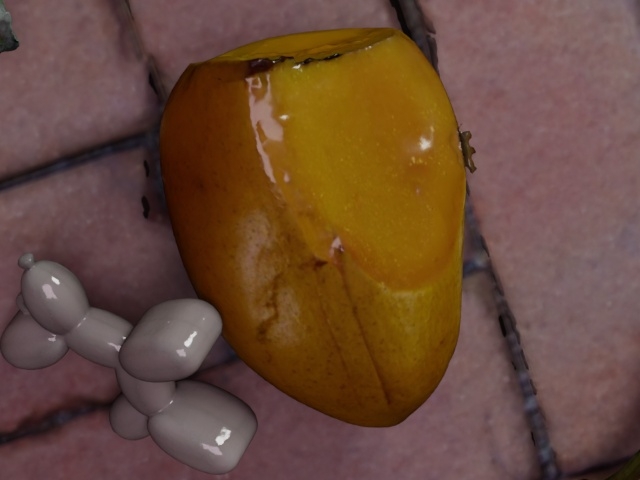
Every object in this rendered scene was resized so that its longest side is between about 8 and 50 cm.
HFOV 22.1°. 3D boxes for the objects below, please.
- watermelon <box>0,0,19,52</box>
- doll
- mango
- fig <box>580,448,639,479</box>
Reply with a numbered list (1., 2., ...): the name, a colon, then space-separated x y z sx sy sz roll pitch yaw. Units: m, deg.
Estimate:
1. watermelon: -0.276 -0.157 0.971 0.187 0.139 0.071 -1 75 -6
2. doll: -0.128 0.073 1.031 0.160 0.059 0.161 8 137 27
3. mango: 0.000 0.000 1.030 0.187 0.138 0.257 -11 104 -18
4. fig: 0.258 0.105 1.105 0.236 0.124 0.124 -42 103 13
